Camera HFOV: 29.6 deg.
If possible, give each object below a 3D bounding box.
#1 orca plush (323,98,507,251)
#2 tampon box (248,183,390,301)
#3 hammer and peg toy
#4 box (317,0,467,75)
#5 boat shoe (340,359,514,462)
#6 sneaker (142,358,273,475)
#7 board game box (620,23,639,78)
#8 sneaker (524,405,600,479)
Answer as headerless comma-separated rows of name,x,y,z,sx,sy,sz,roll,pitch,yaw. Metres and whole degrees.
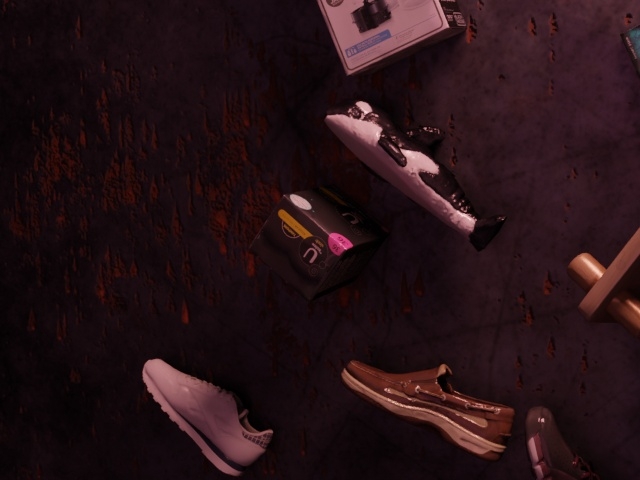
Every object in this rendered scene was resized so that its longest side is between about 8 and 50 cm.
orca plush,0.145,-0.116,1.675,0.287,0.151,0.102,37,80,19
tampon box,0.000,0.000,1.725,0.120,0.161,0.101,40,112,14
hammer and peg toy,0.470,-0.043,1.446,0.127,0.266,0.361,48,116,31
box,0.066,-0.391,1.674,0.169,0.087,0.290,-21,89,26
boat shoe,0.157,0.219,1.735,0.257,0.095,0.095,25,94,13
sneaker,-0.179,0.259,1.902,0.235,0.090,0.095,42,100,10
board game box,0.478,-0.207,1.544,0.126,0.026,0.186,-25,87,27
sneaker,0.389,0.338,1.640,0.163,0.106,0.281,-18,101,21
